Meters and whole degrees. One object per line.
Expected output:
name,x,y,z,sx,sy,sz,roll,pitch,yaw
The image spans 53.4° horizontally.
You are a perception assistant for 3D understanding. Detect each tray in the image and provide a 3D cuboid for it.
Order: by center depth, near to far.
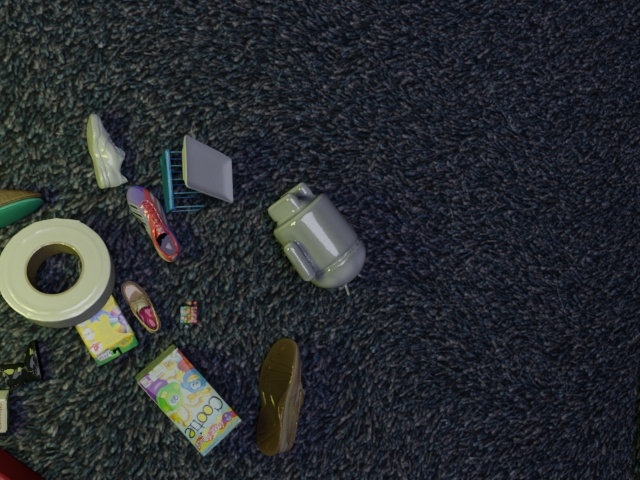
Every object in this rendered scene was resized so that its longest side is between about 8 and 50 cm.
tray,-0.324,-0.196,1.816,0.030,0.270,0.145,-7,81,18

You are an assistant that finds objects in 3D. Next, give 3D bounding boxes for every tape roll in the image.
tape roll,-0.701,0.086,1.702,0.286,0.100,0.286,3,71,-8

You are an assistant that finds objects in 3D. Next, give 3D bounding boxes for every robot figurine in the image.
robot figurine,0.000,0.000,1.915,0.353,0.200,0.300,52,45,-7

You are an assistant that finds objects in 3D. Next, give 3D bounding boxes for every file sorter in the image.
file sorter,-0.400,-0.170,1.845,0.104,0.118,0.170,-5,88,-22

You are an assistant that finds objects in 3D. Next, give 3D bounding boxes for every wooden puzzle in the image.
wooden puzzle,-0.389,0.219,1.877,0.049,0.006,0.083,0,86,-18

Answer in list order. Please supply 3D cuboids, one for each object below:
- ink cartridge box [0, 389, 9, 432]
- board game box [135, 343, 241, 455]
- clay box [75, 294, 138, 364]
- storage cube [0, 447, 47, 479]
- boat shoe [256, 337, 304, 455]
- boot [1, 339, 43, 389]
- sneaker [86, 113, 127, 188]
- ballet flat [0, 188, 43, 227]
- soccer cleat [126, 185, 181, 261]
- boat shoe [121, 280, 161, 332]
ink cartridge box,-0.890,0.449,1.663,0.135,0.056,0.099,2,104,-18
board game box,-0.374,0.444,1.794,0.142,0.144,0.275,-41,99,-16
clay box,-0.617,0.224,1.780,0.127,0.053,0.222,-29,95,-17
storage cube,-0.828,0.661,1.603,0.193,0.215,0.183,44,74,-16
boat shoe,-0.111,0.463,1.904,0.110,0.122,0.341,16,83,-53
boot,-0.810,0.336,1.718,0.099,0.045,0.121,-10,87,-12
sneaker,-0.606,-0.258,1.815,0.094,0.080,0.212,-13,97,-30
ballet flat,-0.919,-0.064,1.689,0.342,0.116,0.124,-36,78,-13
soccer cleat,-0.474,-0.051,1.823,0.083,0.095,0.248,-29,95,-17
boat shoe,-0.508,0.188,1.814,0.063,0.059,0.170,-36,97,-17
